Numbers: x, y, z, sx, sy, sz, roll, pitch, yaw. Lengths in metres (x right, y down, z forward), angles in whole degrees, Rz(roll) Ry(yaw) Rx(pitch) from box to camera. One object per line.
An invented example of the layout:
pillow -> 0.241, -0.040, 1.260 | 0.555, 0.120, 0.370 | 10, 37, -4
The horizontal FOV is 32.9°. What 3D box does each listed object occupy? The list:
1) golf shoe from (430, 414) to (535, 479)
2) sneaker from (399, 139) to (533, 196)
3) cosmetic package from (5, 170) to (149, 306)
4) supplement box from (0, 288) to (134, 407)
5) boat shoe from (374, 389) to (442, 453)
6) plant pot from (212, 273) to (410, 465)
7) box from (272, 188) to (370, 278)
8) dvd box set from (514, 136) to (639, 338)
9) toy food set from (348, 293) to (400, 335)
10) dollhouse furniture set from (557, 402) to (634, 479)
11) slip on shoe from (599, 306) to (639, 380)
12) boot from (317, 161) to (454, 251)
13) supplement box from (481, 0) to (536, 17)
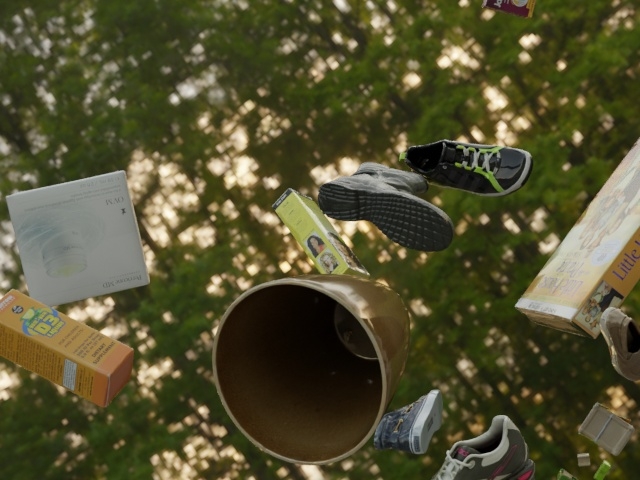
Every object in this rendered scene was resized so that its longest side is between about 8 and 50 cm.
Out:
golf shoe -> 0.201, 0.372, 1.651 | 0.272, 0.105, 0.120 | -33, -58, -21
sneaker -> 0.239, -0.125, 1.831 | 0.234, 0.084, 0.097 | 1, -14, 36
cosmetic package -> -0.461, -0.003, 2.084 | 0.224, 0.225, 0.138 | -13, 7, -8
supplement box -> -0.411, 0.167, 1.693 | 0.078, 0.233, 0.080 | -52, -19, -50
boat shoe -> 0.147, 0.294, 1.790 | 0.083, 0.065, 0.183 | -1, 14, 20
plant pot -> 0.021, 0.141, 1.440 | 0.237, 0.237, 0.254 | -46, -10, 25
box -> 0.000, 0.000, 2.148 | 0.058, 0.232, 0.087 | -47, -32, 15
dvd box set -> 0.535, -0.020, 1.943 | 0.420, 0.062, 0.307 | -53, 6, -3
toy food set -> 0.064, 0.176, 1.881 | 0.192, 0.133, 0.038 | -17, 21, -12
dollhouse furniture set -> 0.449, 0.344, 1.786 | 0.152, 0.076, 0.058 | -59, -13, 5
slip on shoe -> 0.420, 0.144, 1.467 | 0.051, 0.041, 0.135 | -44, -56, -22
boot -> 0.132, -0.070, 1.734 | 0.161, 0.246, 0.084 | -31, -47, -48
supplement box -> 0.322, -0.413, 1.840 | 0.043, 0.083, 0.055 | -91, 13, -82
